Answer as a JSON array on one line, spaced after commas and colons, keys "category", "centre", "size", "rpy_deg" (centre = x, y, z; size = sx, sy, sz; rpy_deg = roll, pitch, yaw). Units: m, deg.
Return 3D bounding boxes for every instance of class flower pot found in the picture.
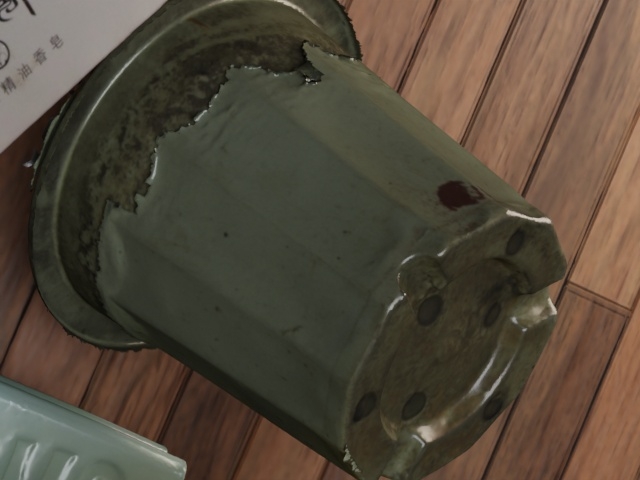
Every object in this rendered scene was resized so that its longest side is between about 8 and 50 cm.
[{"category": "flower pot", "centre": [0.000, 0.000, 1.151], "size": [0.290, 0.259, 0.290], "rpy_deg": [-30, 138, -32]}]

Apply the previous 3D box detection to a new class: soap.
[{"category": "soap", "centre": [-0.203, 0.158, 1.242], "size": [0.198, 0.066, 0.119], "rpy_deg": [26, 85, -22]}]

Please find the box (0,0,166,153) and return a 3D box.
[{"category": "box", "centre": [-0.242, -0.123, 1.077], "size": [0.274, 0.203, 0.116], "rpy_deg": [-46, 127, -26]}]
